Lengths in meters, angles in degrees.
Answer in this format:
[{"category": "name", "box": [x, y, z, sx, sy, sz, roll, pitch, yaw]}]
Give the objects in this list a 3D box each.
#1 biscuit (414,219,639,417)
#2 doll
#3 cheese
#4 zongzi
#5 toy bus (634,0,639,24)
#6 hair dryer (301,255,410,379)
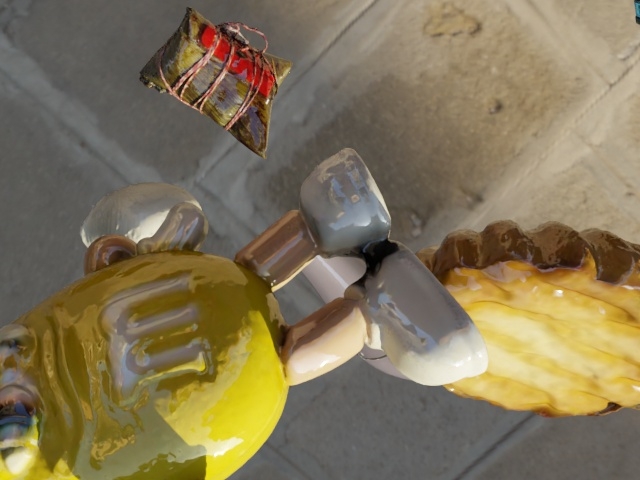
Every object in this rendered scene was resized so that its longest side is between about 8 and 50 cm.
[{"category": "biscuit", "box": [0.226, 0.081, 0.897, 0.325, 0.107, 0.326, 10, 146, 7]}, {"category": "doll", "box": [-0.086, 0.104, 0.674, 0.423, 0.348, 0.161, -51, 150, -19]}, {"category": "cheese", "box": [-0.298, -0.026, 1.527, 0.189, 0.198, 0.154, 16, 107, 37]}, {"category": "zongzi", "box": [-0.044, -0.091, 0.477, 0.083, 0.073, 0.067, 44, 137, -7]}, {"category": "toy bus", "box": [0.392, -0.312, 0.939, 0.090, 0.106, 0.185, -49, 141, -8]}, {"category": "hair dryer", "box": [0.153, 0.070, 1.131, 0.361, 0.121, 0.301, -10, 134, 41]}]
